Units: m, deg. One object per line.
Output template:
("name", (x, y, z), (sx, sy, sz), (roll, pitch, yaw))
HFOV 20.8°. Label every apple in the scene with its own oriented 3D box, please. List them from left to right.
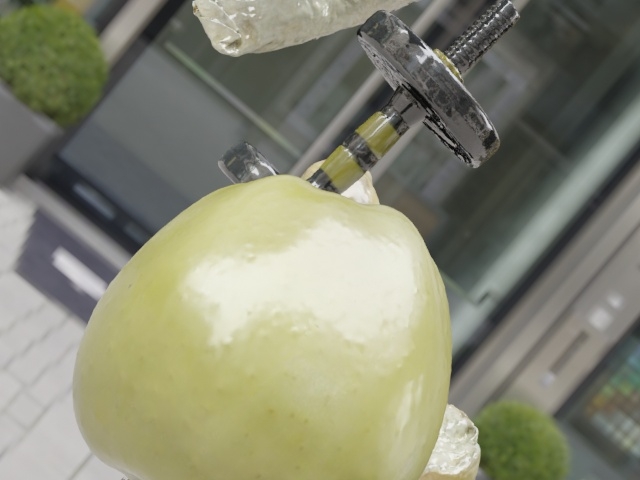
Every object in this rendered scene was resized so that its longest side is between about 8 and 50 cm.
("apple", (-0.027, 0.065, 0.866), (0.200, 0.200, 0.200), (40, 4, -3))

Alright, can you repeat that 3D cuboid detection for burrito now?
("burrito", (0.022, -0.228, 1.547), (0.059, 0.275, 0.082), (92, -25, -61))

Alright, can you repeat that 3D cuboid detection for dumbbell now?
("dumbbell", (0.030, -0.067, 1.342), (0.143, 0.325, 0.143), (47, -1, 1))

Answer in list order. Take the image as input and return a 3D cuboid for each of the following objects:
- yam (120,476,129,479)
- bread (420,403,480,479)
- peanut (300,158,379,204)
("yam", (-0.172, 0.363, 2.162), (0.128, 0.129, 0.238), (46, 13, 26))
("bread", (0.002, 0.200, 1.690), (0.171, 0.192, 0.314), (-17, 44, -35))
("peanut", (0.000, 0.000, 2.114), (0.129, 0.224, 0.129), (20, -30, 12))
